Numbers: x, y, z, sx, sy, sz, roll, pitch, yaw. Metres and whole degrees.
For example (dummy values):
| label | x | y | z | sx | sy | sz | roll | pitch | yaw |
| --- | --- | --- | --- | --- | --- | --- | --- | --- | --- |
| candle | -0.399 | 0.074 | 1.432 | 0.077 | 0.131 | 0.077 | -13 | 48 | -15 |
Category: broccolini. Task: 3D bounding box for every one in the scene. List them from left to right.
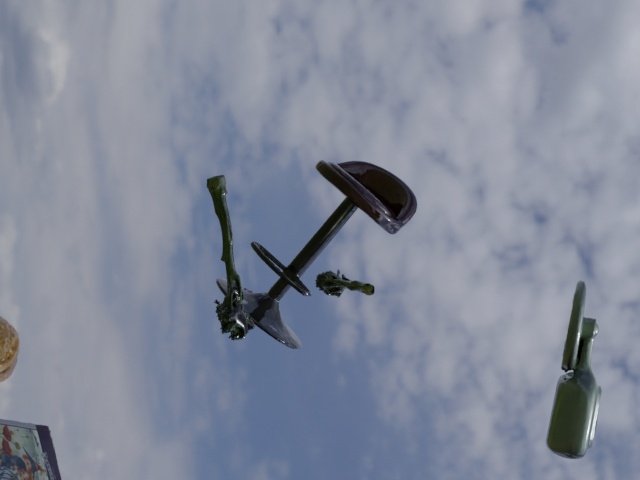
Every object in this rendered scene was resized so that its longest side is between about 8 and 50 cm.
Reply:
| label | x | y | z | sx | sy | sz | roll | pitch | yaw |
| --- | --- | --- | --- | --- | --- | --- | --- | --- | --- |
| broccolini | -0.150 | 0.029 | 1.700 | 0.071 | 0.058 | 0.254 | -153 | -129 | -78 |
| broccolini | 0.031 | 0.057 | 1.311 | 0.140 | 0.030 | 0.035 | -169 | -112 | -67 |

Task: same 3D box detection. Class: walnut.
| label | x | y | z | sx | sy | sz | roll | pitch | yaw |
| --- | --- | --- | --- | --- | --- | --- | --- | --- | --- |
| walnut | -0.593 | 0.193 | 1.898 | 0.180 | 0.144 | 0.144 | -50 | 148 | -64 |

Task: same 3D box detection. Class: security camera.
| label | x | y | z | sx | sy | sz | roll | pitch | yaw |
| --- | --- | --- | --- | --- | --- | --- | --- | --- | --- |
| security camera | 0.442 | 0.220 | 1.889 | 0.157 | 0.080 | 0.301 | -5 | 103 | -76 |

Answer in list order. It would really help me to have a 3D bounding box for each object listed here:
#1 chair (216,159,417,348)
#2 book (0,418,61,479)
| label | x | y | z | sx | sy | sz | roll | pitch | yaw |
| --- | --- | --- | --- | --- | --- | --- | --- | --- | --- |
| chair | 0.000 | 0.000 | 2.233 | 0.401 | 0.226 | 0.226 | -49 | -145 | 3 |
| book | -0.391 | 0.285 | 1.346 | 0.026 | 0.231 | 0.157 | -26 | -115 | 17 |
